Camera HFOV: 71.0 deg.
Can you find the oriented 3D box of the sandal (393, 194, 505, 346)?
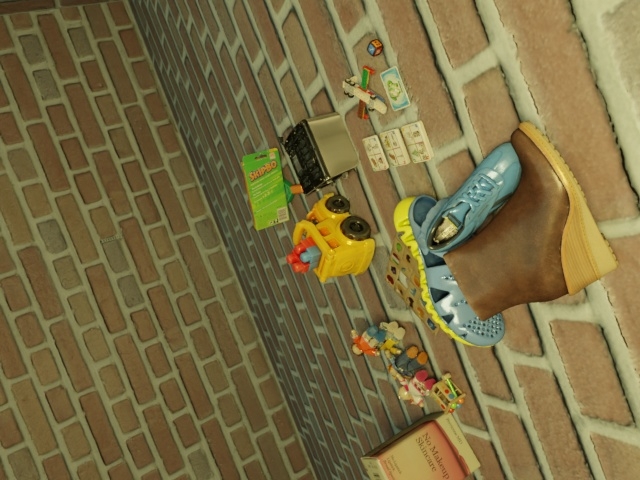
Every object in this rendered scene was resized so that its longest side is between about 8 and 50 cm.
[{"bbox_3d":[0.247,0.045,0.821,0.317,0.126,0.138,63,152,7],"label":"sandal"}]

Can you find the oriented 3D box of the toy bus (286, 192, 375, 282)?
[{"bbox_3d":[0.000,0.000,1.177,0.220,0.212,0.149,55,149,32],"label":"toy bus"}]

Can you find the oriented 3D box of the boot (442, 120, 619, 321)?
[{"bbox_3d":[0.267,-0.018,0.642,0.207,0.090,0.248,-27,92,27],"label":"boot"}]

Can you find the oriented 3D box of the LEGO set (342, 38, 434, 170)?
[{"bbox_3d":[0.132,-0.270,0.908,0.183,0.060,0.244,0,118,60],"label":"LEGO set"}]

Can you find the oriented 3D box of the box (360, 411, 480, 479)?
[{"bbox_3d":[0.244,0.548,1.110,0.148,0.233,0.126,61,155,16],"label":"box"}]

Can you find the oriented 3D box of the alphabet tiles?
[{"bbox_3d":[0.236,0.105,1.031,0.237,0.009,0.198,50,150,35],"label":"alphabet tiles"}]

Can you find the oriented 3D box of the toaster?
[{"bbox_3d":[-0.007,-0.223,1.138,0.185,0.110,0.168,67,156,1],"label":"toaster"}]

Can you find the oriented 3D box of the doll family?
[{"bbox_3d":[0.200,0.307,1.188,0.263,0.118,0.163,44,145,9],"label":"doll family"}]

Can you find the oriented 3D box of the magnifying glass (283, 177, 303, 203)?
[{"bbox_3d":[-0.100,-0.167,1.492,0.231,0.026,0.092,6,115,63],"label":"magnifying glass"}]

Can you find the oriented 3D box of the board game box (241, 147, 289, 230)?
[{"bbox_3d":[-0.180,-0.169,1.480,0.039,0.124,0.259,40,143,51],"label":"board game box"}]

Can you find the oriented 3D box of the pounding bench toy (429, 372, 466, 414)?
[{"bbox_3d":[0.302,0.357,1.049,0.065,0.052,0.083,48,149,38],"label":"pounding bench toy"}]

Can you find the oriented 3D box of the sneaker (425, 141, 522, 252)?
[{"bbox_3d":[0.240,-0.060,0.701,0.069,0.082,0.209,43,117,15],"label":"sneaker"}]
